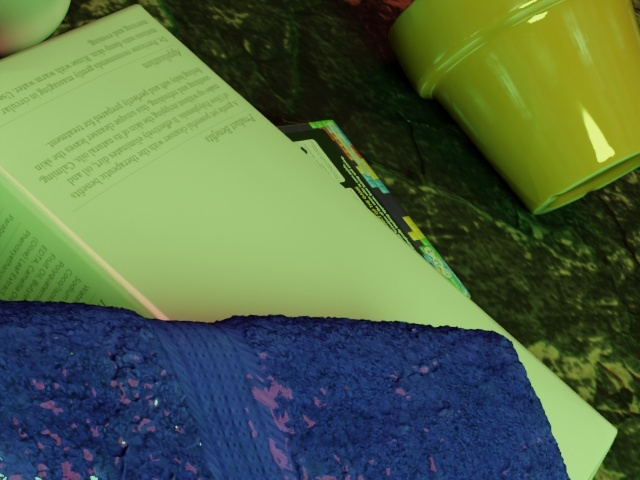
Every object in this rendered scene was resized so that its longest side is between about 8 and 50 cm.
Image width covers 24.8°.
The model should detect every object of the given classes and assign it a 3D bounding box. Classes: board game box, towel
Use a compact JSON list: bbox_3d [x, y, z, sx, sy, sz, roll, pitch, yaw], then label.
[{"bbox_3d":[0.000,0.000,0.978,0.141,0.048,0.170,-13,58,-47],"label":"board game box"},{"bbox_3d":[-0.008,0.123,0.530,0.308,0.076,0.228,6,59,-39],"label":"towel"}]

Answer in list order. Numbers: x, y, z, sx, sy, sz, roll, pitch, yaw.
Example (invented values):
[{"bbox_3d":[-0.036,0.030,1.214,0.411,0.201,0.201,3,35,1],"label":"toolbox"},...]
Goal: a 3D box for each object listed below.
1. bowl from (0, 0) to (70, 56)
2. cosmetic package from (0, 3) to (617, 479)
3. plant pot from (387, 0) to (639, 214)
[{"bbox_3d":[-0.276,-0.268,0.967,0.298,0.134,0.298,25,36,-19],"label":"bowl"},{"bbox_3d":[-0.048,0.063,0.764,0.365,0.155,0.197,44,35,7],"label":"cosmetic package"},{"bbox_3d":[0.187,-0.132,1.190,0.205,0.205,0.188,-16,75,-50],"label":"plant pot"}]
